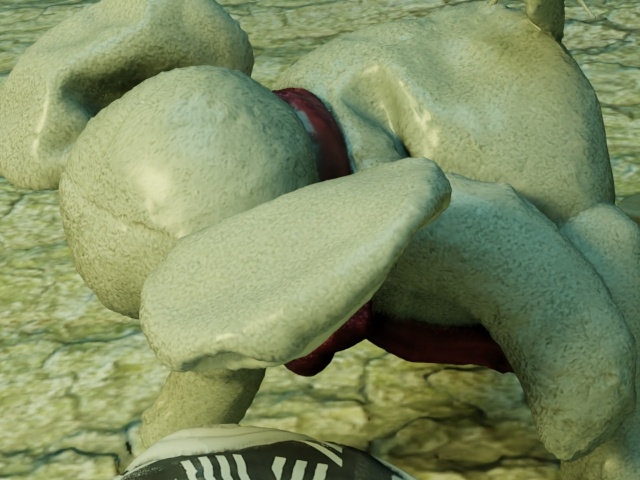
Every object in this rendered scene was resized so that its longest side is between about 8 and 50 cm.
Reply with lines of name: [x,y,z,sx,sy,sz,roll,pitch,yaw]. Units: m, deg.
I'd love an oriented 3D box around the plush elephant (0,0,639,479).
plush elephant: [0.000,0.000,0.675,0.255,0.330,0.272,-17,35,-15]

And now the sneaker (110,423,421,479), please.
sneaker: [-0.090,0.160,0.488,0.365,0.137,0.210,6,19,-11]

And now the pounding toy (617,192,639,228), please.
pounding toy: [0.266,0.007,0.825,0.206,0.094,0.181,-7,25,-1]
